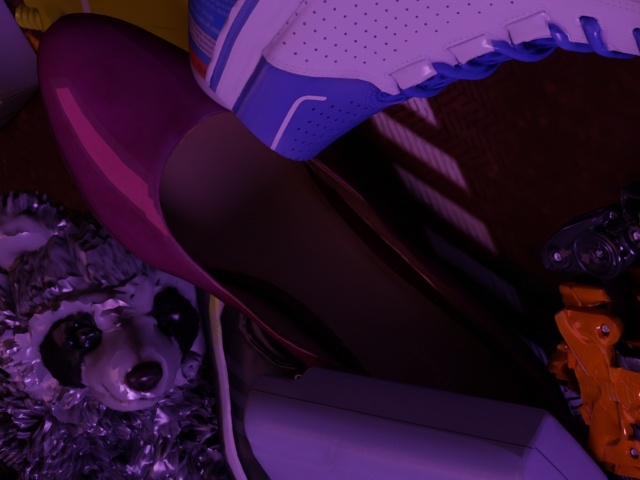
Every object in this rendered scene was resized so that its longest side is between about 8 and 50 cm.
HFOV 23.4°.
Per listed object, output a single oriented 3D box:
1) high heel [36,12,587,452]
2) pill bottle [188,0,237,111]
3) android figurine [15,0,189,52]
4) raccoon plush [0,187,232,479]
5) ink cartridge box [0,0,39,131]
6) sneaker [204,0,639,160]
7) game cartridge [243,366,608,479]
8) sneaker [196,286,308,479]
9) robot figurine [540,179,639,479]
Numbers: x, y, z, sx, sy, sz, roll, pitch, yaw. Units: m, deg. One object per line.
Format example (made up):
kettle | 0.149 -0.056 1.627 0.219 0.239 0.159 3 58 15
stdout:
high heel | 0.000 0.000 0.875 0.377 0.127 0.181 42 162 -15
pill bottle | -0.009 -0.182 0.807 0.124 0.124 0.221 33 138 32
android figurine | -0.124 -0.170 1.018 0.273 0.056 0.248 16 126 42
raccoon plush | -0.232 0.064 1.201 0.446 0.216 0.299 17 119 44
ink cartridge box | -0.276 -0.134 1.225 0.088 0.052 0.122 59 146 0
sneaker | 0.105 -0.116 0.664 0.182 0.127 0.315 48 117 4
game cartridge | 0.095 0.184 0.876 0.198 0.062 0.297 11 147 35
sneaker | -0.020 0.103 1.057 0.097 0.084 0.235 5 118 48
robot figurine | 0.234 0.068 0.727 0.291 0.085 0.211 7 119 47
